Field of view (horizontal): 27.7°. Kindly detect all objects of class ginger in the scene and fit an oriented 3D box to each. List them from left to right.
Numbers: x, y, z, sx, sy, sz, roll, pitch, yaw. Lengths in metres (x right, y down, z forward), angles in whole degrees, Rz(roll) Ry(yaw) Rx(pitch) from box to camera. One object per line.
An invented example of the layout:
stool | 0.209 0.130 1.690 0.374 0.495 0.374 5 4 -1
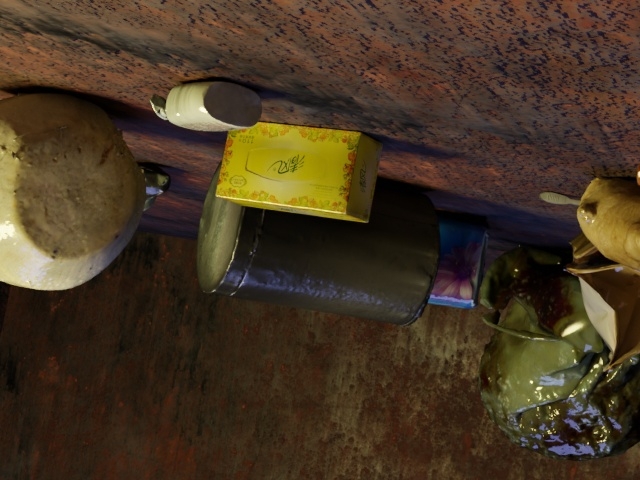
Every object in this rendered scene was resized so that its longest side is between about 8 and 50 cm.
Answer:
ginger | 0.437 0.002 1.283 0.348 0.122 0.363 2 -175 7

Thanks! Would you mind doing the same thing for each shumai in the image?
shumai | 0.463 0.179 2.331 0.395 0.395 0.348 9 155 19

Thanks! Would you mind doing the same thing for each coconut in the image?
coconut | -0.352 -0.065 1.616 0.245 0.245 0.247 13 176 -32

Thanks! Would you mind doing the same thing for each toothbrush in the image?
toothbrush | 0.368 -0.038 1.614 0.194 0.014 0.017 11 179 4

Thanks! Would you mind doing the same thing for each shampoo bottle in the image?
shampoo bottle | -0.126 -0.136 1.339 0.077 0.045 0.152 11 175 -33

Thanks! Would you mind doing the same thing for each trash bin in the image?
trash bin | 0.000 0.000 1.814 0.301 0.203 0.252 12 142 -21

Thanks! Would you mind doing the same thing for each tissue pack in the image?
tissue pack | -0.026 -0.081 1.488 0.176 0.095 0.062 9 175 29
tissue pack | 0.134 0.022 2.111 0.263 0.146 0.198 9 177 9

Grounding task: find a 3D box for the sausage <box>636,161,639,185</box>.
sausage | 0.357 -0.057 1.187 0.131 0.041 0.039 10 171 14

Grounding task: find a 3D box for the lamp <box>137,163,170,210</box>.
lamp | -0.392 -0.077 2.237 0.182 0.182 0.314 13 155 -25

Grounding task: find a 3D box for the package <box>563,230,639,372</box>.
package | 0.400 0.033 1.636 0.165 0.221 0.311 51 -169 8
